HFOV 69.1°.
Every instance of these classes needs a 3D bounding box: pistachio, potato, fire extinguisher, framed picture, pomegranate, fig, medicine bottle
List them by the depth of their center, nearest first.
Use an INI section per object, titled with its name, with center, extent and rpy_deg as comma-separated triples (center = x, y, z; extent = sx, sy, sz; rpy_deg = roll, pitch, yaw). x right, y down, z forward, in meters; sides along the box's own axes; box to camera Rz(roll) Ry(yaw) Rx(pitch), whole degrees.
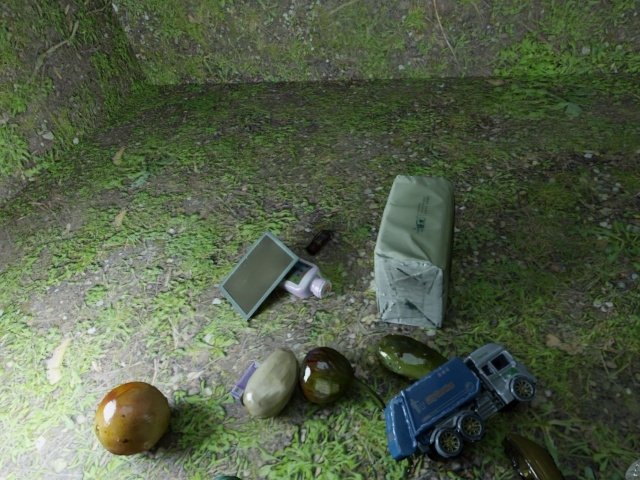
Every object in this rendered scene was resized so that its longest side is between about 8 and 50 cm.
[fig]
center = 0.062, 0.375, 1.216
extent = 0.246, 0.149, 0.149
rpy_deg = 18, 50, 16
[pomegranate]
center = -0.490, 0.468, 1.221
extent = 0.192, 0.191, 0.191
rpy_deg = -8, 42, 7
[potato]
center = 0.253, 0.320, 1.241
extent = 0.226, 0.090, 0.117
rpy_deg = 16, 44, 21
[pistachio]
center = -0.121, 0.389, 1.248
extent = 0.145, 0.117, 0.200
rpy_deg = 2, 37, 40
[medicine bottle]
center = -0.065, 0.124, 1.548
extent = 0.219, 0.078, 0.115
rpy_deg = 22, 60, 34
[framed picture]
center = -0.211, 0.112, 1.573
extent = 0.274, 0.017, 0.217
rpy_deg = -49, 49, 0
[fire extinguisher]
center = 0.000, 0.000, 1.697
extent = 0.056, 0.039, 0.132
rpy_deg = 25, 54, 24

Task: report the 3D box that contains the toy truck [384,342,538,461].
[toy truck]
center = 0.316, 0.384, 1.082
extent = 0.368, 0.146, 0.175
rpy_deg = -26, 64, -16

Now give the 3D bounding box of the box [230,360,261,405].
[box]
center = -0.202, 0.401, 1.309
extent = 0.036, 0.050, 0.117
rpy_deg = 22, 51, 24

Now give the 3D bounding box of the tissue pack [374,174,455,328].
[tissue pack]
center = 0.290, 0.027, 1.396
extent = 0.208, 0.296, 0.380
rpy_deg = 4, 44, 17

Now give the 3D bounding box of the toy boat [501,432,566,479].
[toy boat]
center = 0.450, 0.550, 0.933
extent = 0.122, 0.089, 0.321
rpy_deg = -9, 44, -6

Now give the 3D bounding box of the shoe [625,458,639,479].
[shoe]
center = 0.657, 0.566, 0.788
extent = 0.198, 0.171, 0.350
rpy_deg = 27, 57, -2

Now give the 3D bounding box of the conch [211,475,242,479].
[conch]
center = -0.208, 0.616, 1.029
extent = 0.188, 0.121, 0.176
rpy_deg = 27, 32, 32
